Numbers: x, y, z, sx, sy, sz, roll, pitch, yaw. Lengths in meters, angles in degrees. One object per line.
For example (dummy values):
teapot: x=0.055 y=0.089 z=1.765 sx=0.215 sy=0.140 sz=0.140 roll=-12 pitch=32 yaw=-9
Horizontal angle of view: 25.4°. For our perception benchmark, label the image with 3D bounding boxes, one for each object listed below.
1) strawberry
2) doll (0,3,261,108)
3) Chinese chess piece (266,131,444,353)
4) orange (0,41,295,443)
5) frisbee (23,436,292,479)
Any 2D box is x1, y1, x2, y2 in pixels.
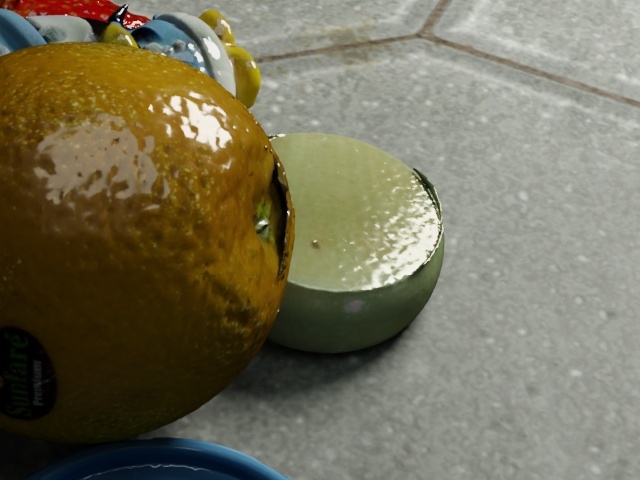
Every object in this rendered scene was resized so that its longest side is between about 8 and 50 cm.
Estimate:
strawberry: x=-0.218 y=-0.176 z=1.249 sx=0.187 sy=0.082 sz=0.146 roll=-2 pitch=51 yaw=-17
doll: x=-0.196 y=-0.113 z=1.128 sx=0.314 sy=0.141 sz=0.177 roll=-21 pitch=67 yaw=-34
Chinese chess piece: x=0.000 y=0.000 z=1.081 sx=0.188 sy=0.083 sz=0.188 roll=7 pitch=43 yaw=-6
orange: x=-0.150 y=0.000 z=0.916 sx=0.274 sy=0.274 sz=0.274 roll=4 pitch=43 yaw=-4
frisbee: x=-0.098 y=0.220 z=0.850 sx=0.242 sy=0.045 sz=0.242 roll=4 pitch=40 yaw=-3
